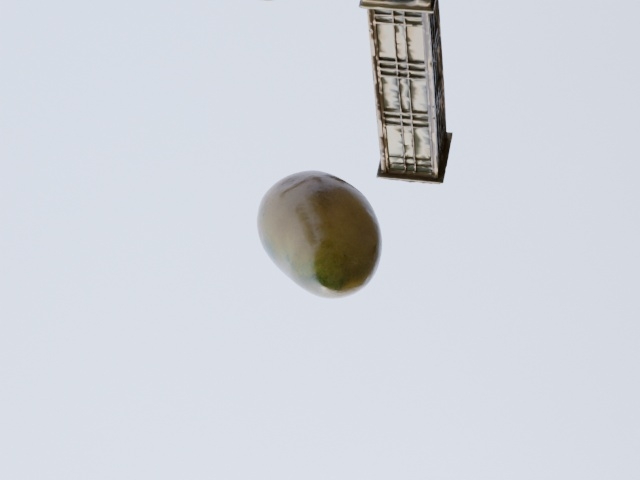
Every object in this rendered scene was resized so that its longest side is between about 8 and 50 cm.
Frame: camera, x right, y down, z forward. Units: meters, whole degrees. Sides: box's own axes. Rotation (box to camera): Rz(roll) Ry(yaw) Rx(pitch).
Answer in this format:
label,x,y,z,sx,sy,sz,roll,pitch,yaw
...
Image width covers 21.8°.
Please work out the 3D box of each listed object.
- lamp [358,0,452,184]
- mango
label,x,y,z,sx,sy,sz,roll,pitch,yaw
lamp,0.106,-0.203,1.998,0.325,0.089,0.090,82,-162,-53
mango,0.004,-0.002,1.511,0.111,0.163,0.090,-7,-54,-26
